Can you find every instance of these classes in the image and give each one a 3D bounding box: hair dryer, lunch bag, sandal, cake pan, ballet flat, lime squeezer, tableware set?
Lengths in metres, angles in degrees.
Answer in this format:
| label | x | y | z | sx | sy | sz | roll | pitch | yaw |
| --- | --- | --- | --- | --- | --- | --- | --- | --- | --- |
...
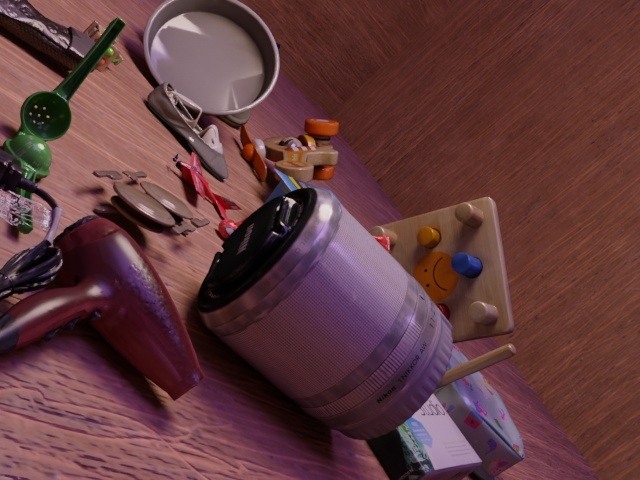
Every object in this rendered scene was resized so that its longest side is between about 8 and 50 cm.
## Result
| label | x | y | z | sx | sy | sz | roll | pitch | yaw |
| --- | --- | --- | --- | --- | --- | --- | --- | --- | --- |
| hair dryer | -0.221 | 0.058 | 0.622 | 0.293 | 0.080 | 0.223 | 34 | 33 | -32 |
| lunch bag | 0.270 | 0.315 | 1.415 | 0.224 | 0.108 | 0.279 | 43 | 13 | -17 |
| sandal | -0.242 | -0.359 | 1.762 | 0.120 | 0.086 | 0.303 | 52 | 12 | 16 |
| cake pan | -0.234 | -0.393 | 1.551 | 0.293 | 0.293 | 0.054 | 48 | -27 | -2 |
| ballet flat | -0.435 | -0.318 | 1.049 | 0.250 | 0.058 | 0.084 | 30 | 42 | -41 |
| ballet flat | -0.234 | -0.209 | 1.361 | 0.213 | 0.068 | 0.072 | 47 | 12 | -10 |
| lime squeezer | -0.295 | -0.117 | 0.799 | 0.059 | 0.110 | 0.310 | 59 | 32 | -47 |
| tableware set | -0.222 | -0.038 | 0.946 | 0.128 | 0.039 | 0.194 | 36 | 6 | 0 |

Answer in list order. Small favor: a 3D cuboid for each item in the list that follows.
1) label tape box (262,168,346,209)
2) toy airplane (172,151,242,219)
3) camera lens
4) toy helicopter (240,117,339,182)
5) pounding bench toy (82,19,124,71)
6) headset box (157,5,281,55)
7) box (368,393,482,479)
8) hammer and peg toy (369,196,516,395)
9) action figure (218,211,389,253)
| label | x | y | z | sx | sy | sz | roll | pitch | yaw |
| --- | --- | --- | --- | --- | --- | --- | --- | --- | --- |
| label tape box | 0.000 | 0.000 | 1.444 | 0.240 | 0.106 | 0.334 | 53 | 13 | 15 |
| toy airplane | -0.195 | -0.091 | 1.223 | 0.151 | 0.028 | 0.151 | 46 | 13 | -14 |
| camera lens | 0.003 | 0.088 | 0.902 | 0.274 | 0.219 | 0.219 | 45 | 12 | -19 |
| toy helicopter | -0.076 | -0.192 | 1.639 | 0.235 | 0.140 | 0.355 | 6 | 18 | -3 |
| pounding bench toy | -0.377 | -0.329 | 1.267 | 0.083 | 0.052 | 0.065 | 39 | 15 | -39 |
| headset box | -0.263 | -0.472 | 1.751 | 0.293 | 0.110 | 0.218 | 17 | 12 | 3 |
| box | 0.106 | 0.239 | 1.153 | 0.322 | 0.058 | 0.232 | 53 | 17 | 29 |
| hammer and peg toy | 0.230 | 0.117 | 1.325 | 0.127 | 0.266 | 0.361 | 21 | 59 | -52 |
| action figure | -0.032 | 0.033 | 1.174 | 0.281 | 0.091 | 0.139 | 13 | 63 | -13 |
